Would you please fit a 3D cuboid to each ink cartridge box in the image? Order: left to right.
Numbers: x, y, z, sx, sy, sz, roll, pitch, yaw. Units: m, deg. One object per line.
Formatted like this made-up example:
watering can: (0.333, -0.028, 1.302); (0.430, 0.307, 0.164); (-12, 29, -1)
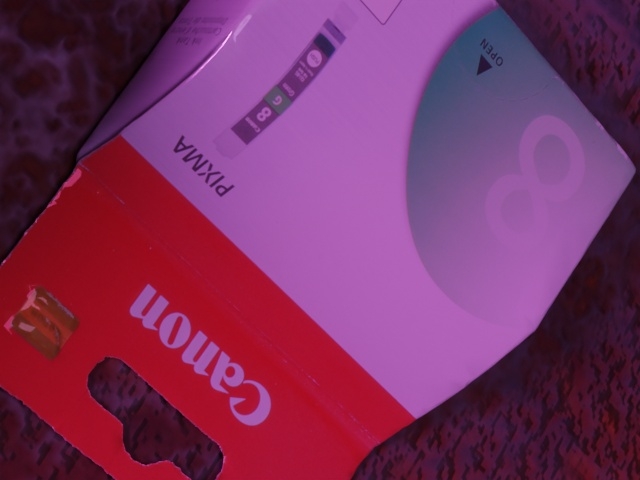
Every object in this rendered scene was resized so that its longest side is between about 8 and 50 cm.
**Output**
ink cartridge box: (0.000, 0.000, 0.661); (0.181, 0.056, 0.225); (45, 68, -30)
